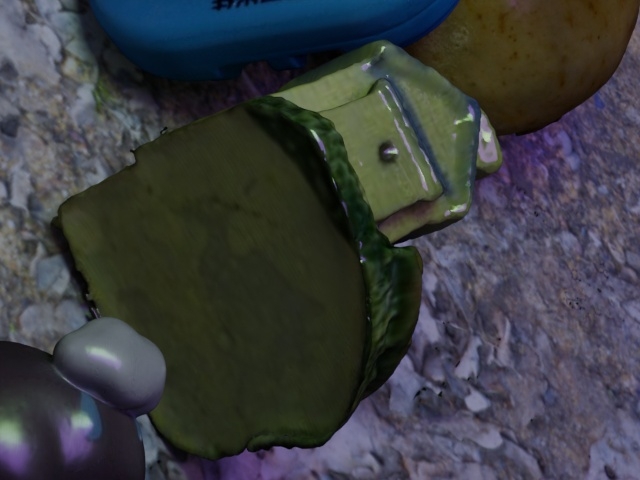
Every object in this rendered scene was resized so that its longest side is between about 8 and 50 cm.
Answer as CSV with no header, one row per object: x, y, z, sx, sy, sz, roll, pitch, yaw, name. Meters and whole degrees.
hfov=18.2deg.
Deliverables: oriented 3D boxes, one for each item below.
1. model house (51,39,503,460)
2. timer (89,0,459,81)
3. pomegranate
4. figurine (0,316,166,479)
0.000,0.000,1.574,0.266,0.321,0.261,-29,94,-45,model house
-0.028,-0.282,1.693,0.115,0.340,0.309,56,32,-54,timer
0.144,-0.237,1.830,0.307,0.307,0.307,18,58,-31,pomegranate
-0.230,0.239,1.329,0.218,0.206,0.365,9,64,-20,figurine
